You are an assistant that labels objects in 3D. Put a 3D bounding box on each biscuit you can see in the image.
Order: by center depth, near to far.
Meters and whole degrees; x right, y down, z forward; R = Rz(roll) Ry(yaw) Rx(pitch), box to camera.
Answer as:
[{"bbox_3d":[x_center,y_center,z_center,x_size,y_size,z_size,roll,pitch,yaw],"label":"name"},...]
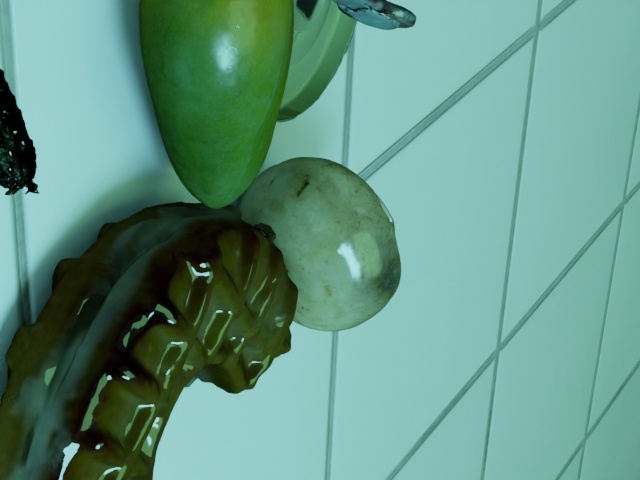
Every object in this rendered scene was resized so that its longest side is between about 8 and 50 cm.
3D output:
[{"bbox_3d":[-0.147,0.122,1.264,0.366,0.115,0.268,-63,156,-21],"label":"biscuit"}]

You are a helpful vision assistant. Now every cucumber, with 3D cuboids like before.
[{"bbox_3d":[-0.222,-0.091,1.031,0.053,0.053,0.181,-57,155,-28],"label":"cucumber"}]

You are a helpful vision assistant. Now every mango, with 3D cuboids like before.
[{"bbox_3d":[-0.073,-0.138,1.217,0.251,0.114,0.156,85,3,-46],"label":"mango"}]

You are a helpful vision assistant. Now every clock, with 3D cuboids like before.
[{"bbox_3d":[-0.018,-0.217,1.394,0.235,0.029,0.235,-46,146,-44],"label":"clock"}]

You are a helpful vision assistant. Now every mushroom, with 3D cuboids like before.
[{"bbox_3d":[0.000,0.000,1.433,0.127,0.166,0.166,-39,141,-42],"label":"mushroom"}]

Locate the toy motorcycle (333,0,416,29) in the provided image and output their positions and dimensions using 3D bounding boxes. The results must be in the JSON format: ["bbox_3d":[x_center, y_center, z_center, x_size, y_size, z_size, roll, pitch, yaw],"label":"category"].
[{"bbox_3d":[0.033,-0.317,1.274,0.241,0.182,0.319,-49,142,3],"label":"toy motorcycle"}]
